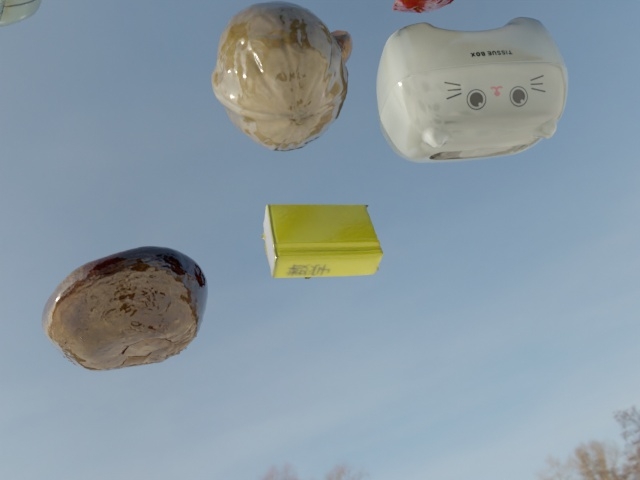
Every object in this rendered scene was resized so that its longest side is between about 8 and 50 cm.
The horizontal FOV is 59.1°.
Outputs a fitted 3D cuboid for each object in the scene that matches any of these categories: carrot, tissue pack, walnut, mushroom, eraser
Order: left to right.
[{"bbox_3d":[-0.260,0.104,0.791,0.231,0.138,0.194,-16,-17,-31],"label":"mushroom"},{"bbox_3d":[-0.041,-0.165,0.569,0.140,0.162,0.140,-21,-48,-25],"label":"walnut"},{"bbox_3d":[-0.011,-0.304,1.123,0.066,0.314,0.066,19,-29,11],"label":"carrot"},{"bbox_3d":[0.000,0.000,1.123,0.226,0.158,0.069,-1,-43,-13],"label":"eraser"},{"bbox_3d":[0.280,-0.264,1.062,0.333,0.236,0.229,-6,-17,-7],"label":"tissue pack"}]

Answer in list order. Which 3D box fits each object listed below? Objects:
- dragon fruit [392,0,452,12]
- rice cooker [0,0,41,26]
[{"bbox_3d":[0.215,-0.488,0.928,0.134,0.211,0.262,19,-60,3],"label":"dragon fruit"},{"bbox_3d":[-0.458,-0.424,0.645,0.335,0.335,0.325,12,-52,-31],"label":"rice cooker"}]
